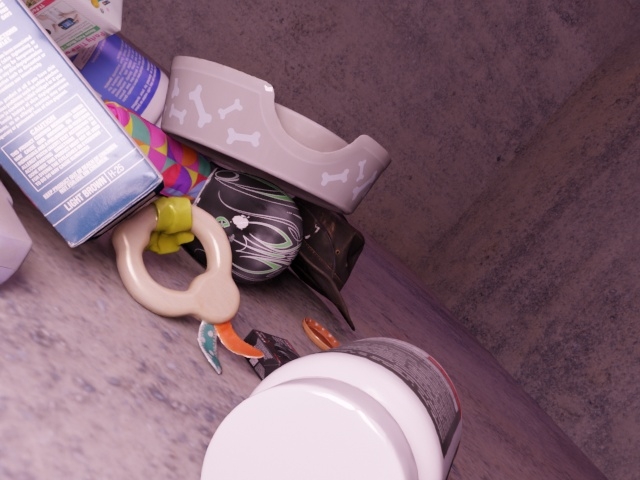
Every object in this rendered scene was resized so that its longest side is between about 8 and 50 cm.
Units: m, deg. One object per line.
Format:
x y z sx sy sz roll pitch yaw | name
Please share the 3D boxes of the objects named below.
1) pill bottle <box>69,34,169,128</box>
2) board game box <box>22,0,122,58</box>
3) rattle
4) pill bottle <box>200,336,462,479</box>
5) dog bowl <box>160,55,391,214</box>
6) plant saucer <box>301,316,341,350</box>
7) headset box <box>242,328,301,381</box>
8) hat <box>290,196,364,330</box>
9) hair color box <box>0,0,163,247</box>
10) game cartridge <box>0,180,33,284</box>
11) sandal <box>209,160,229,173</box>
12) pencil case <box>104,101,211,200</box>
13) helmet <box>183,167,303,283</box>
-0.354 -0.258 1.071 0.272 0.152 0.152 36 9 -37 | pill bottle
-0.429 -0.326 0.758 0.303 0.224 0.098 33 45 -54 | board game box
-0.158 0.061 0.706 0.200 0.142 0.130 55 38 -9 | rattle
0.025 0.167 0.518 0.161 0.161 0.283 44 8 16 | pill bottle
-0.074 -0.142 0.934 0.348 0.102 0.349 24 1 0 | dog bowl
0.001 0.157 1.021 0.083 0.013 0.083 41 7 -6 | plant saucer
-0.051 0.144 0.757 0.062 0.032 0.083 47 11 36 | headset box
0.000 0.000 1.156 0.331 0.134 0.331 47 -8 9 | hat
-0.296 -0.160 0.596 0.347 0.105 0.174 53 -10 -10 | hair color box
-0.379 -0.111 0.470 0.355 0.068 0.230 46 5 31 | game cartridge
-0.191 -0.143 1.604 0.097 0.054 0.254 45 8 26 | sandal
-0.270 -0.127 0.976 0.104 0.104 0.236 45 10 26 | pencil case
-0.105 -0.016 0.916 0.161 0.169 0.169 27 9 -5 | helmet
